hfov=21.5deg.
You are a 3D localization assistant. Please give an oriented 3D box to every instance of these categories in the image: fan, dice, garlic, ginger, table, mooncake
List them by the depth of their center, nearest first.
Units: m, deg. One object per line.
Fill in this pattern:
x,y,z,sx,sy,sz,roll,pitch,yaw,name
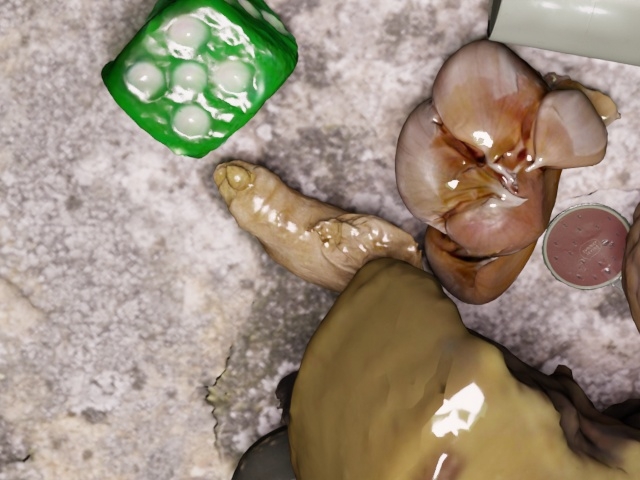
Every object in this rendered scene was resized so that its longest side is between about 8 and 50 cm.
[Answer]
0.257,-0.207,1.386,0.220,0.126,0.126,10,111,-1,table
0.191,0.191,1.389,0.394,0.246,0.393,-18,120,-11,mooncake
-0.101,-0.152,1.424,0.120,0.128,0.131,42,106,-13,dice
0.137,-0.061,1.438,0.160,0.191,0.214,44,121,13,garlic
0.001,0.003,1.490,0.213,0.074,0.137,21,154,12,ginger
0.260,0.024,1.538,0.085,0.005,0.133,-38,104,14,fan

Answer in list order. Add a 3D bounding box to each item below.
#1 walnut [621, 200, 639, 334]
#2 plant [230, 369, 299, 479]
0.378,0.021,1.416,0.248,0.248,0.248,1,111,3,walnut
0.035,0.188,1.543,0.256,0.142,0.164,-33,106,2,plant
